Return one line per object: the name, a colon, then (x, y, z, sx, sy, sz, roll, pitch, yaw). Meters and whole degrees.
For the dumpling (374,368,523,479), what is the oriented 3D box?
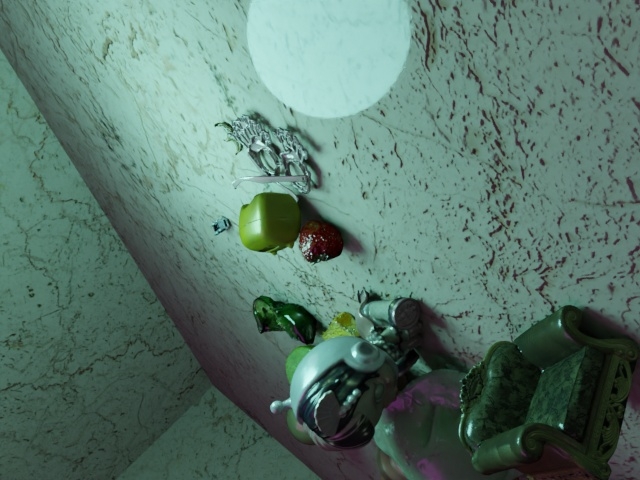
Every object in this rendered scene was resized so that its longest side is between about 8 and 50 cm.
dumpling: (0.288, 0.444, 1.257, 0.212, 0.320, 0.270, 74, 178, -69)

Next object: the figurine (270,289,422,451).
figurine: (0.080, 0.291, 1.210, 0.210, 0.361, 0.253, 11, 136, 38)

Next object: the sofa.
sofa: (0.337, 0.239, 0.855, 0.182, 0.258, 0.200, 29, 152, 6)

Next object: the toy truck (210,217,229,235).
toy truck: (-0.305, -0.044, 1.681, 0.083, 0.044, 0.039, -26, 84, 62)

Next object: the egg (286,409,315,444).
egg: (-0.037, 0.697, 2.136, 0.186, 0.186, 0.242, 32, 156, 30)

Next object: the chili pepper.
chili pepper: (-0.100, 0.245, 1.714, 0.264, 0.116, 0.148, 12, 126, 49)

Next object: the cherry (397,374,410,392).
cherry: (0.111, 0.403, 1.432, 0.307, 0.221, 0.261, 12, 141, -26)

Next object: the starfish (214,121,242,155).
starfish: (-0.208, -0.238, 1.279, 0.078, 0.028, 0.091, 30, 152, 43)

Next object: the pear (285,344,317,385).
pear: (0.019, 0.391, 1.681, 0.288, 0.139, 0.239, 20, 141, 40)

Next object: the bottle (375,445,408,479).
bottle: (0.258, 0.588, 1.543, 0.173, 0.206, 0.297, 39, 162, 17)

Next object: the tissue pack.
tissue pack: (-0.121, -0.036, 1.287, 0.178, 0.123, 0.127, 157, 112, -62)

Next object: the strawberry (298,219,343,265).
strawberry: (0.000, 0.000, 1.225, 0.106, 0.106, 0.106, 36, 152, 23)

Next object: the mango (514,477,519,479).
mango: (0.410, 0.556, 1.365, 0.195, 0.091, 0.130, 52, 156, 1)

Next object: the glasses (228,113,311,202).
glasses: (-0.119, -0.175, 1.161, 0.255, 0.095, 0.162, 24, 137, 36)

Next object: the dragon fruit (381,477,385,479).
dragon fruit: (0.301, 0.921, 1.922, 0.224, 0.224, 0.227, 19, 140, 45)

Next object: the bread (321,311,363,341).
bread: (0.069, 0.257, 1.504, 0.103, 0.065, 0.187, 44, 155, 12)
